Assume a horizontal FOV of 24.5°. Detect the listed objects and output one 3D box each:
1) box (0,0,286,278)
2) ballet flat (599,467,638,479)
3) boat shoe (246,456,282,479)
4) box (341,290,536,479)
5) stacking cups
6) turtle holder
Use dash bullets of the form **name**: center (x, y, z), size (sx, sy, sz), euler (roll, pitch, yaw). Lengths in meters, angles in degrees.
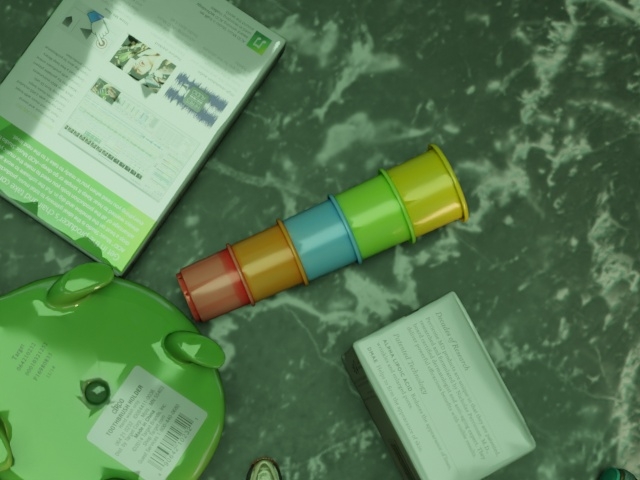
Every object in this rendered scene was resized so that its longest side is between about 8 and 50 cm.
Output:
- **box**: center (-0.221, -0.151, 1.617), size (0.232, 0.058, 0.322), euler (35, 80, 2)
- **ballet flat**: center (0.293, 0.335, 1.574), size (0.070, 0.070, 0.188), euler (34, 85, 2)
- **boat shoe**: center (-0.057, 0.300, 1.567), size (0.049, 0.043, 0.137), euler (-2, 83, -5)
- **box**: center (0.117, 0.165, 1.525), size (0.119, 0.181, 0.182), euler (-27, 84, -7)
- **stacking cups**: center (0.000, 0.000, 1.585), size (0.316, 0.096, 0.096), euler (-24, 84, -7)
- **turtle holder**: center (-0.261, 0.157, 1.468), size (0.320, 0.227, 0.243), euler (6, 78, -12)
